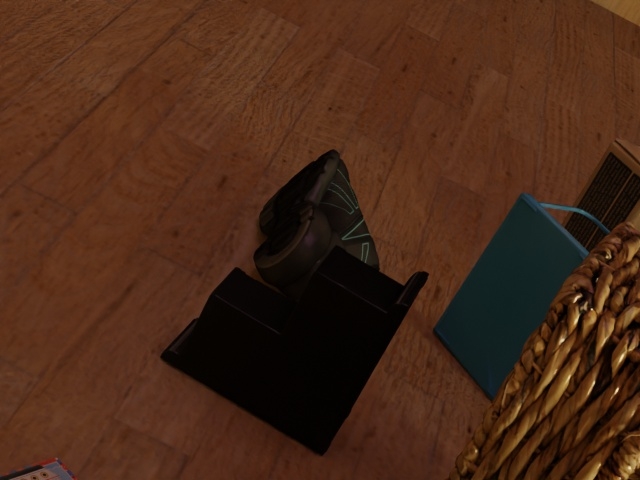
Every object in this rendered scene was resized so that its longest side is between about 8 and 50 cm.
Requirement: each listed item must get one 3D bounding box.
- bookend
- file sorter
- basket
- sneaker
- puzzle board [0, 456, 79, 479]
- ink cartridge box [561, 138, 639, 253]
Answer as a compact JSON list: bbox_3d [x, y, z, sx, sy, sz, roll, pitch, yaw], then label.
[{"bbox_3d":[-0.022,0.062,1.120,0.157,0.156,0.072,30,26,5],"label":"bookend"},{"bbox_3d":[0.215,0.062,1.337,0.104,0.170,0.118,8,32,-43],"label":"file sorter"},{"bbox_3d":[0.213,0.177,0.972,0.223,0.299,0.213,34,27,13],"label":"basket"},{"bbox_3d":[0.000,0.000,1.355,0.106,0.101,0.267,46,22,-15],"label":"sneaker"},{"bbox_3d":[-0.188,0.186,0.900,0.096,0.011,0.128,41,28,25],"label":"puzzle board"},{"bbox_3d":[0.384,-0.001,1.582,0.234,0.193,0.088,6,34,-37],"label":"ink cartridge box"}]
